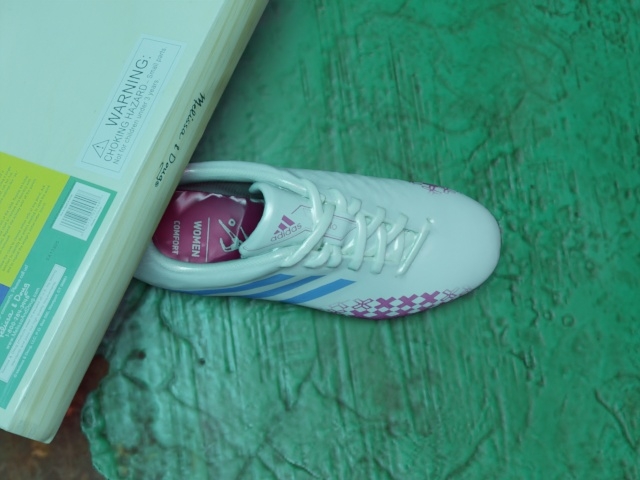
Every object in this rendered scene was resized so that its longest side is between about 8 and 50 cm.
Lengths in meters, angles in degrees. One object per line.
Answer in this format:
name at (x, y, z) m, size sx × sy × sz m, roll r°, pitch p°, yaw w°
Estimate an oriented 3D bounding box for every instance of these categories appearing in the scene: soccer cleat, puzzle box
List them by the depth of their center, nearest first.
puzzle box at (-0.216, -0.091, 0.713) m, size 0.272 × 0.052 × 0.409 m, roll 19°, pitch 75°, yaw 25°
soccer cleat at (0.000, 0.000, 0.767) m, size 0.331 × 0.143 × 0.116 m, roll 1°, pitch 80°, yaw -13°
